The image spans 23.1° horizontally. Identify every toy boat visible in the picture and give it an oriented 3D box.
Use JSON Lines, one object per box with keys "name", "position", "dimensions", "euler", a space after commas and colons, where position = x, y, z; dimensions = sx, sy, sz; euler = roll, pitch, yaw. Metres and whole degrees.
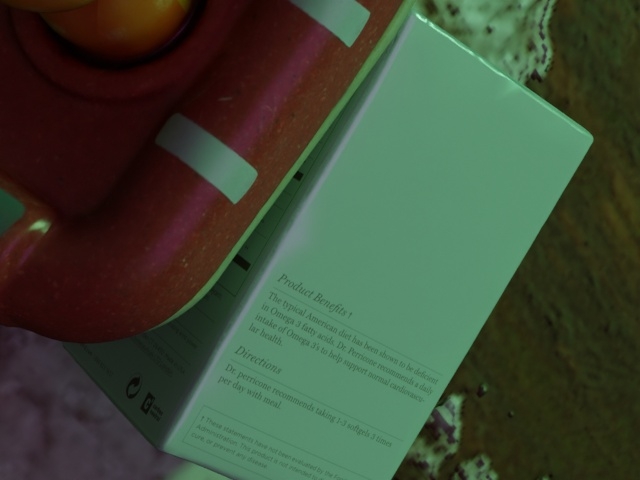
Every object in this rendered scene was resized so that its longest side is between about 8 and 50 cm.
{"name": "toy boat", "position": [-0.066, -0.087, 0.486], "dimensions": [0.231, 0.151, 0.151], "euler": [-55, 164, -2]}

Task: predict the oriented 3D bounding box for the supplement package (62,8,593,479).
{"name": "supplement package", "position": [0.000, 0.000, 0.607], "dimensions": [0.105, 0.105, 0.179], "euler": [30, 92, -34]}
